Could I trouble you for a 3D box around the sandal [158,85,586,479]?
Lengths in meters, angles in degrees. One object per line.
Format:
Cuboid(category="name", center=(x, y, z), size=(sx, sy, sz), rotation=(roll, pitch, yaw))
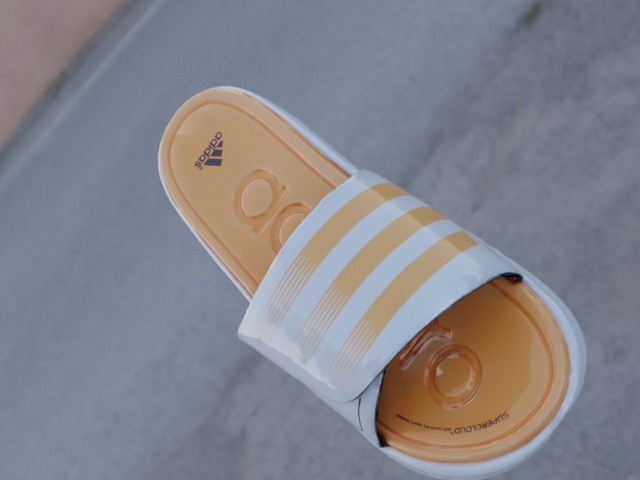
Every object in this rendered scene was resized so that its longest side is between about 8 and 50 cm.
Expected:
Cuboid(category="sandal", center=(-0.006, 0.009, 0.595), size=(0.265, 0.076, 0.102), rotation=(38, 99, 34))
